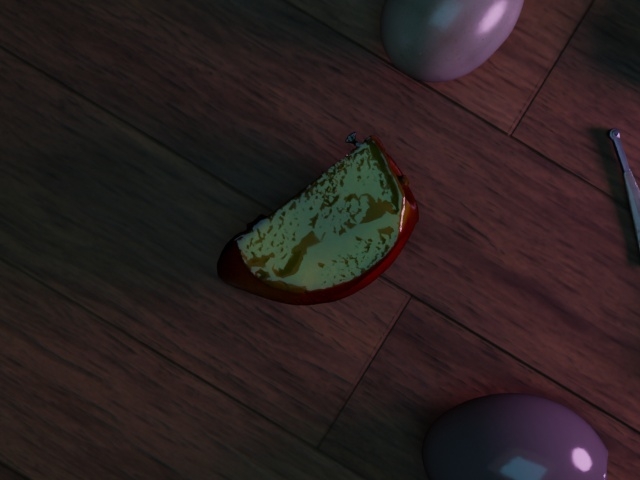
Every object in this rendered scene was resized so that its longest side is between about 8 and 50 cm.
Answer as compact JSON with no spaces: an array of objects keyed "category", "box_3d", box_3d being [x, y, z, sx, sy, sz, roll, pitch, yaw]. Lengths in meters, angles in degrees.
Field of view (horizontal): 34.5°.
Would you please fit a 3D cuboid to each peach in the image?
[{"category":"peach","box_3d":[0.006,0.004,1.313,0.267,0.159,0.154,-38,82,3]}]

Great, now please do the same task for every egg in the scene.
[{"category":"egg","box_3d":[0.168,-0.291,1.287,0.209,0.151,0.151,-44,92,-3]},{"category":"egg","box_3d":[0.245,0.283,1.318,0.231,0.176,0.176,7,95,1]}]

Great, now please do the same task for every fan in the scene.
[{"category":"fan","box_3d":[0.416,-0.057,1.362,0.038,0.016,0.193,-19,95,1]}]
